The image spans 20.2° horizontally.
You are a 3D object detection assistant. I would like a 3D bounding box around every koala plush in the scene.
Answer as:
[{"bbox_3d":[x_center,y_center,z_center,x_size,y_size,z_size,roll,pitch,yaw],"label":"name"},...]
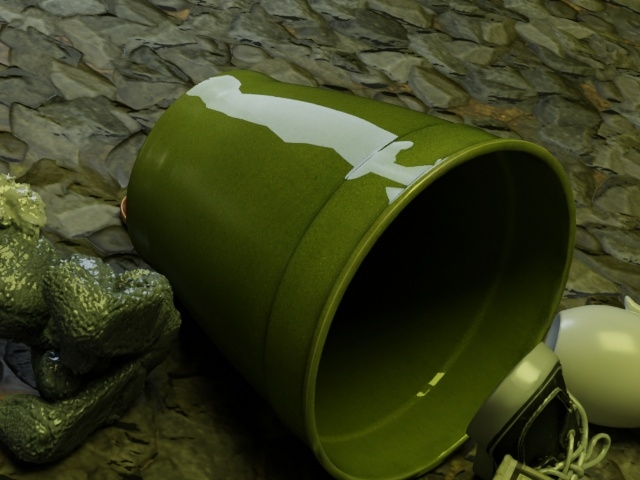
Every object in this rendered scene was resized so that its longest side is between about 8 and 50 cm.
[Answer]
[{"bbox_3d":[-0.265,0.061,1.695,0.221,0.196,0.203,32,25,17],"label":"koala plush"}]

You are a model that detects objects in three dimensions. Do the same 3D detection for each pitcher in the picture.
[{"bbox_3d":[0.349,0.119,1.920,0.207,0.177,0.125,16,-9,-1],"label":"pitcher"}]

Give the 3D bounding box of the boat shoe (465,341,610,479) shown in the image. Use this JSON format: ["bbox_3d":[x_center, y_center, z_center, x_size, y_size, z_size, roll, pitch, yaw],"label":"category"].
[{"bbox_3d":[0.203,0.191,1.677,0.105,0.306,0.113,39,71,17],"label":"boat shoe"}]

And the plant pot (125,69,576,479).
[{"bbox_3d":[0.000,0.000,1.793,0.366,0.366,0.353,-18,39,-42],"label":"plant pot"}]

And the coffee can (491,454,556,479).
[{"bbox_3d":[0.240,0.333,1.547,0.275,0.201,0.201,26,35,9],"label":"coffee can"}]

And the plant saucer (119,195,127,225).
[{"bbox_3d":[-0.181,-0.026,1.988,0.083,0.013,0.083,14,36,-10],"label":"plant saucer"}]
